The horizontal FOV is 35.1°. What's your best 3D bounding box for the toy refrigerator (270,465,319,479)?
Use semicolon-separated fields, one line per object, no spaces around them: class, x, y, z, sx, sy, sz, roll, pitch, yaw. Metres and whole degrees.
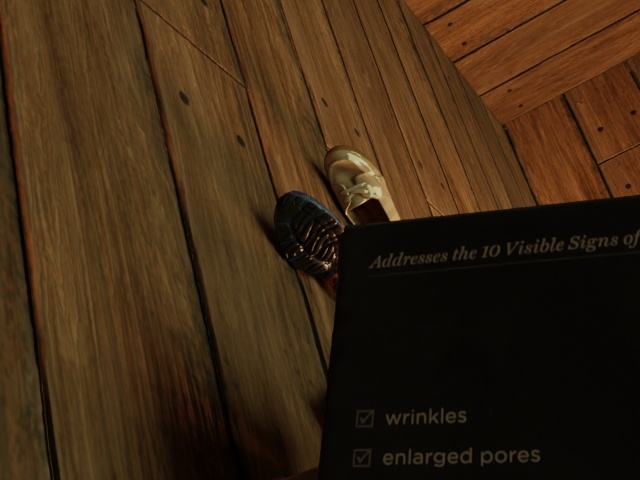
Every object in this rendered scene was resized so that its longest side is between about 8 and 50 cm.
toy refrigerator;-0.016;0.242;0.865;0.269;0.102;0.094;9;56;-67

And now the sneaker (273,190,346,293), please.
sneaker;0.000;0.000;1.303;0.221;0.083;0.087;49;9;-50

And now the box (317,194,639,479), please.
box;0.256;0.231;0.731;0.297;0.479;0.472;53;37;-54

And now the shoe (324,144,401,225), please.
shoe;0.077;-0.053;1.553;0.219;0.076;0.058;55;15;-28
